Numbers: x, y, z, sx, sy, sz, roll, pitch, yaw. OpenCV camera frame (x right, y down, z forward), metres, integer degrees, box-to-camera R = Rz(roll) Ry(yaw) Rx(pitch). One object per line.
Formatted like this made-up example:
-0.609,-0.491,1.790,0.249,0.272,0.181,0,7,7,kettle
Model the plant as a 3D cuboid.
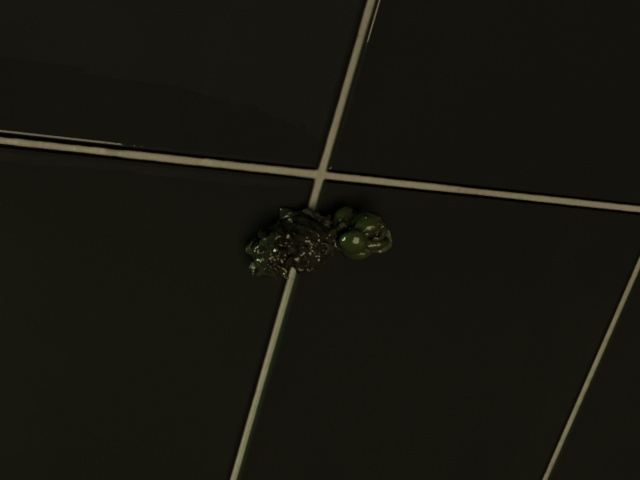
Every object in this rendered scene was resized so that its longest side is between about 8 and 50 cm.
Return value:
0.000,0.000,1.295,0.174,0.087,0.085,-10,152,-10,plant
